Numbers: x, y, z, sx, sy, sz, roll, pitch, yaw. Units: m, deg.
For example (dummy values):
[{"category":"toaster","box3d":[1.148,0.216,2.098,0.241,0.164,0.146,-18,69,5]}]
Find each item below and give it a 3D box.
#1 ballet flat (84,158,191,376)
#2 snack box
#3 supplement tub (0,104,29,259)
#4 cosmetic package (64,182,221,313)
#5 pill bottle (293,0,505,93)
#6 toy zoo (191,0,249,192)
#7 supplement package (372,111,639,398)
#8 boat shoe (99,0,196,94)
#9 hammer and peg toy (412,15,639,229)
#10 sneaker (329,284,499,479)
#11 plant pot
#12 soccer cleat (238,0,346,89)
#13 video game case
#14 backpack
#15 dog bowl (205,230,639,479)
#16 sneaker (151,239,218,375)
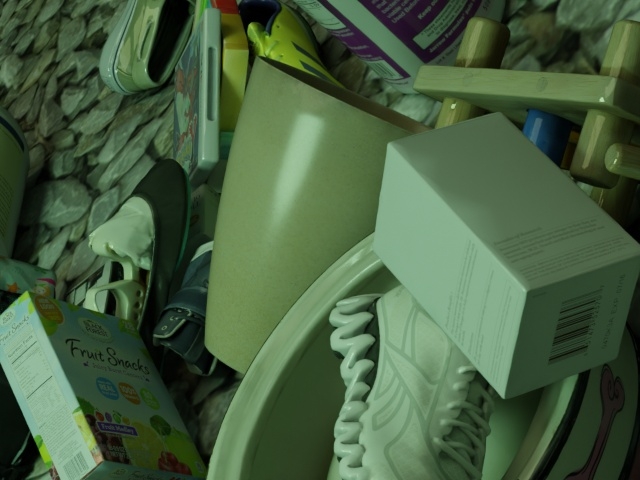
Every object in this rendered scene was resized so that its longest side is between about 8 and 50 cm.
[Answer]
[{"category":"ballet flat","box3d":[-0.204,0.041,1.976,0.095,0.096,0.280,-3,78,46]},{"category":"snack box","box3d":[-0.221,0.162,1.809,0.070,0.174,0.207,-41,60,18]},{"category":"supplement tub","box3d":[-0.524,-0.029,2.433,0.235,0.235,0.325,-33,34,28]},{"category":"cosmetic package","box3d":[-0.199,0.043,2.093,0.239,0.060,0.099,-38,34,23]},{"category":"pill bottle","box3d":[0.041,-0.301,1.898,0.169,0.301,0.169,-34,35,27]},{"category":"toy zoo","box3d":[-0.123,-0.190,2.161,0.293,0.030,0.192,-107,22,-55]},{"category":"supplement package","box3d":[0.129,0.007,1.292,0.105,0.105,0.179,-17,46,-26]},{"category":"boat shoe","box3d":[-0.201,-0.330,2.479,0.094,0.109,0.302,7,71,38]},{"category":"hammer and peg toy","box3d":[0.263,-0.082,1.404,0.361,0.266,0.127,12,83,58]},{"category":"sneaker","box3d":[0.079,0.124,1.304,0.118,0.110,0.292,-29,37,18]},{"category":"plant pot","box3d":[0.000,0.000,1.723,0.274,0.256,0.256,-65,29,7]},{"category":"soccer cleat","box3d":[-0.039,-0.189,2.066,0.093,0.121,0.289,-43,31,14]},{"category":"video game case","box3d":[-0.146,-0.150,2.117,0.201,0.023,0.183,133,139,-70]},{"category":"backpack","box3d":[-0.401,0.136,2.135,0.225,0.191,0.253,-58,18,33]},{"category":"dog bowl","box3d":[0.096,0.167,1.475,0.408,0.150,0.408,-33,35,27]},{"category":"sneaker","box3d":[-0.085,0.053,1.887,0.226,0.086,0.163,-32,23,47]}]
